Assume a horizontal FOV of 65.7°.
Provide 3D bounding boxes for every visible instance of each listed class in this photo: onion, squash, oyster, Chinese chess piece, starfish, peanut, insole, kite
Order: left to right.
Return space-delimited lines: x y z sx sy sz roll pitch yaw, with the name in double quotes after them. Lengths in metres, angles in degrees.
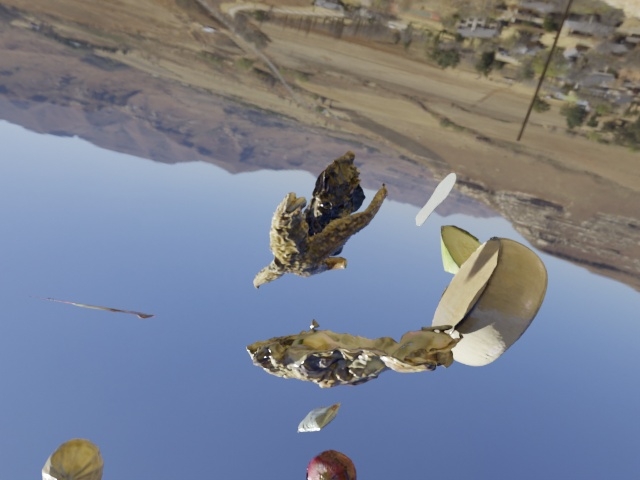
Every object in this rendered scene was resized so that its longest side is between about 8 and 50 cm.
-0.627 0.610 1.241 0.147 0.305 0.147 21 -144 -16 "peanut"
-0.619 0.177 1.336 0.328 0.013 0.377 11 170 -1 "kite"
0.000 0.000 1.125 0.324 0.432 0.082 -16 -116 -28 "starfish"
0.044 0.673 1.414 0.150 0.150 0.140 21 174 31 "onion"
0.056 -0.093 1.491 0.096 0.361 0.221 37 -156 28 "oyster"
0.055 0.199 0.827 0.355 0.107 0.201 0 -177 16 "oyster"
0.357 -0.125 1.536 0.004 0.197 0.065 22 -155 -28 "insole"
0.460 0.027 1.563 0.237 0.155 0.204 3 -179 -37 "squash"
0.308 0.111 0.931 0.103 0.249 0.250 32 -171 0 "Chinese chess piece"

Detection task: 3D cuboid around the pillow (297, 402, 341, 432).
-0.005 0.675 1.880 0.051 0.128 0.229 49 146 1 "pillow"
